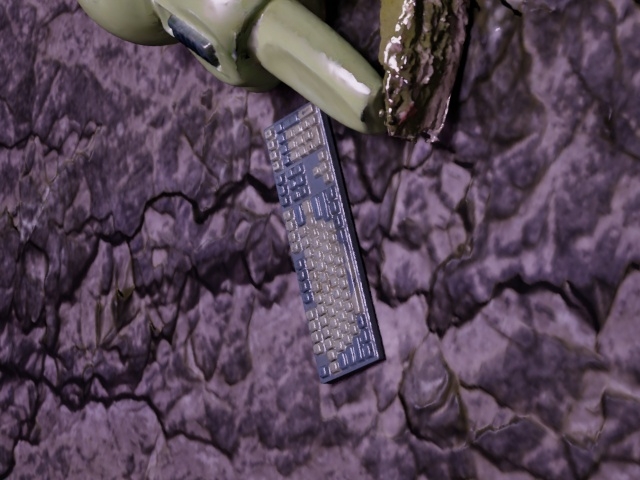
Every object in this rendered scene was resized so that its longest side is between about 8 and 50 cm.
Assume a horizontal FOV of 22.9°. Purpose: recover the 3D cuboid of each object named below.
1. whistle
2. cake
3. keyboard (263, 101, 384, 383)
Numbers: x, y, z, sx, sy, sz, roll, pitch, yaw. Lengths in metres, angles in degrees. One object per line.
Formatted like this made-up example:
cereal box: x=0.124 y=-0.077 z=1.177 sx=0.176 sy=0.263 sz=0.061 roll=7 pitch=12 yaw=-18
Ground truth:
whistle: x=-0.051 y=-0.168 z=1.009 sx=0.294 sy=0.141 sz=0.141 roll=26 pitch=110 yaw=27
cake: x=0.062 y=-0.127 z=0.904 sx=0.055 sy=0.051 sz=0.140 roll=-12 pitch=77 yaw=51
keyboard: x=0.001 y=0.000 z=1.003 sx=0.055 sy=0.014 sz=0.176 roll=-28 pitch=68 yaw=42
